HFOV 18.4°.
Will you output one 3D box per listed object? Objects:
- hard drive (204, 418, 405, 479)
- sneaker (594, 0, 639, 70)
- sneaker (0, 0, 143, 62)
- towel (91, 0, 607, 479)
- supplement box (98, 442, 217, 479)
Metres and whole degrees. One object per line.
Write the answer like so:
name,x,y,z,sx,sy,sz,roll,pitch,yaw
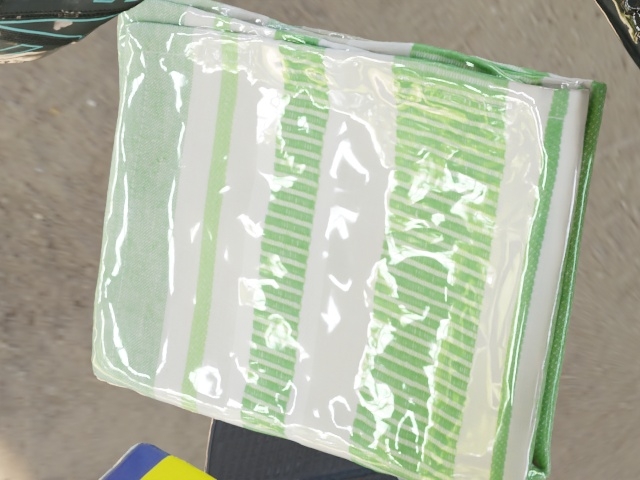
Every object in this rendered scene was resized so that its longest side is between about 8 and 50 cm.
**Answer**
hard drive,0.010,0.106,1.287,0.172,0.254,0.054,-12,118,16
sneaker,0.184,-0.119,0.942,0.107,0.124,0.283,-37,107,22
sneaker,-0.130,-0.160,1.044,0.267,0.106,0.101,-19,66,-30
towel,0.000,0.000,1.117,0.325,0.038,0.248,14,103,36
supplement box,-0.008,0.267,0.887,0.195,0.194,0.356,-43,36,-21
